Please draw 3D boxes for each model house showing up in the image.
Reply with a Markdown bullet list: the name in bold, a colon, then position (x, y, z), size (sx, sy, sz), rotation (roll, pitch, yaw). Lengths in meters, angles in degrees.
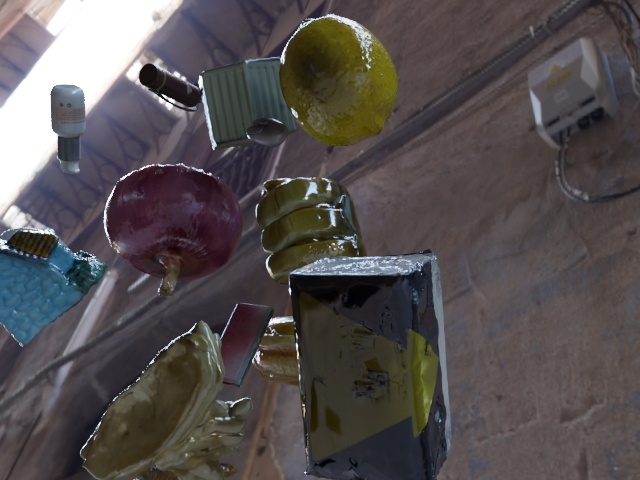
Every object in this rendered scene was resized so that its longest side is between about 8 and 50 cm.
- **model house**: position (-0.609, 0.043, 1.371), size (0.241, 0.226, 0.261), rotation (50, -18, -20)

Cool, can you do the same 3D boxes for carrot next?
- **carrot**: position (-0.362, 0.612, 1.774), size (0.314, 0.066, 0.066), rotation (14, -38, -33)

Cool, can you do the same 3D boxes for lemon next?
- **lemon**: position (0.033, -0.348, 1.458), size (0.253, 0.253, 0.310), rotation (-40, -103, 41)

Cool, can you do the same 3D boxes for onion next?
- **onion**: position (-0.388, -0.019, 1.737), size (0.358, 0.345, 0.358), rotation (21, -15, 6)

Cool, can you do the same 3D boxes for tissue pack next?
- **tissue pack**: position (0.105, 0.237, 1.307), size (0.264, 0.253, 0.417), rotation (-1, -84, 24)

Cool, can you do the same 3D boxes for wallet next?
- **wallet**: position (-0.214, 0.268, 1.750), size (0.119, 0.232, 0.025), rotation (5, -37, 27)

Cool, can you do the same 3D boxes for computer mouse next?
- **computer mouse**: position (-0.116, -0.237, 1.441), size (0.096, 0.066, 0.039), rotation (23, -27, 23)

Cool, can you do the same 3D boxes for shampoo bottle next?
- **shampoo bottle**: position (-0.559, -0.247, 1.485), size (0.074, 0.074, 0.192), rotation (10, -64, 3)

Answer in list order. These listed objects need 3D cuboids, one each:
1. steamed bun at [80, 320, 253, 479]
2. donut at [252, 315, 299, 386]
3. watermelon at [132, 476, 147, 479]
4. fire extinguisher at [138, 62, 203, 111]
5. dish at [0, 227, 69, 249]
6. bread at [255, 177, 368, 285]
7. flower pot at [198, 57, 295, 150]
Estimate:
- **steamed bun**: position (-0.291, 0.389, 1.402), size (0.428, 0.247, 0.189), rotation (-50, -37, 16)
- **donut**: position (-0.011, 0.352, 2.073), size (0.448, 0.198, 0.449), rotation (5, -16, 2)
- **watermelon**: position (-0.342, 0.489, 1.141), size (0.121, 0.158, 0.098), rotation (58, -10, 0)
- **fire extinguisher**: position (-0.265, -0.278, 1.234), size (0.043, 0.064, 0.158), rotation (-8, -11, 27)
- **dish**: position (-0.847, 0.057, 1.997), size (0.256, 0.117, 0.256), rotation (6, -46, 7)
- **bread**: position (0.000, 0.000, 1.720), size (0.300, 0.341, 0.210), rotation (20, -38, -41)
- **flower pot**: position (-0.187, -0.340, 1.689), size (0.209, 0.239, 0.190), rotation (-12, -84, -12)
